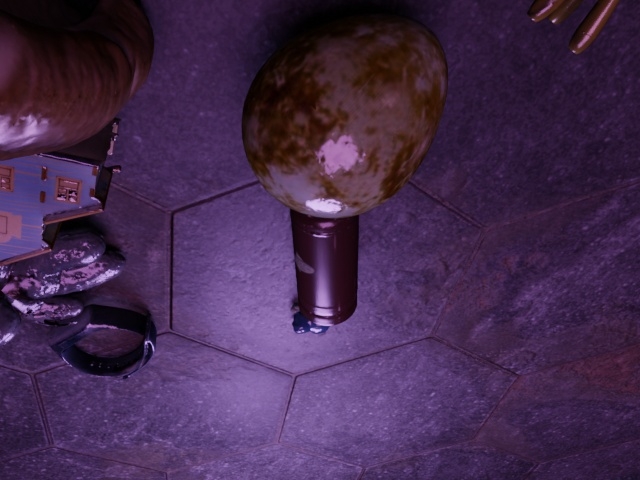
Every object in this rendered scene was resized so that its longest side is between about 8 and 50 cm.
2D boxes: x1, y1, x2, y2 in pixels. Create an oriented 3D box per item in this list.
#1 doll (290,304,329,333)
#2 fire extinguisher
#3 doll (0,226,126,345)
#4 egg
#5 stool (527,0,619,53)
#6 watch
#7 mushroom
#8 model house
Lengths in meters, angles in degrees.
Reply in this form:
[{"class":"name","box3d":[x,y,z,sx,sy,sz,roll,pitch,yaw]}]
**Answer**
[{"class":"doll","box3d":[-0.019,0.168,1.225,0.083,0.050,0.076,-4,139,-7]},{"class":"fire extinguisher","box3d":[0.000,0.000,1.014,0.135,0.114,0.337,5,135,6]},{"class":"doll","box3d":[-0.506,0.089,0.996,0.340,0.158,0.246,-12,147,-1]},{"class":"egg","box3d":[0.034,-0.165,0.772,0.289,0.238,0.238,-47,127,4]},{"class":"stool","box3d":[0.319,-0.319,0.743,0.135,0.134,0.110,51,127,8]},{"class":"watch","box3d":[-0.420,0.202,1.188,0.206,0.068,0.193,-30,135,25]},{"class":"mushroom","box3d":[-0.339,-0.172,0.596,0.224,0.397,0.314,-22,136,16]},{"class":"model house","box3d":[-0.421,-0.085,0.819,0.271,0.178,0.206,8,127,-20]}]
